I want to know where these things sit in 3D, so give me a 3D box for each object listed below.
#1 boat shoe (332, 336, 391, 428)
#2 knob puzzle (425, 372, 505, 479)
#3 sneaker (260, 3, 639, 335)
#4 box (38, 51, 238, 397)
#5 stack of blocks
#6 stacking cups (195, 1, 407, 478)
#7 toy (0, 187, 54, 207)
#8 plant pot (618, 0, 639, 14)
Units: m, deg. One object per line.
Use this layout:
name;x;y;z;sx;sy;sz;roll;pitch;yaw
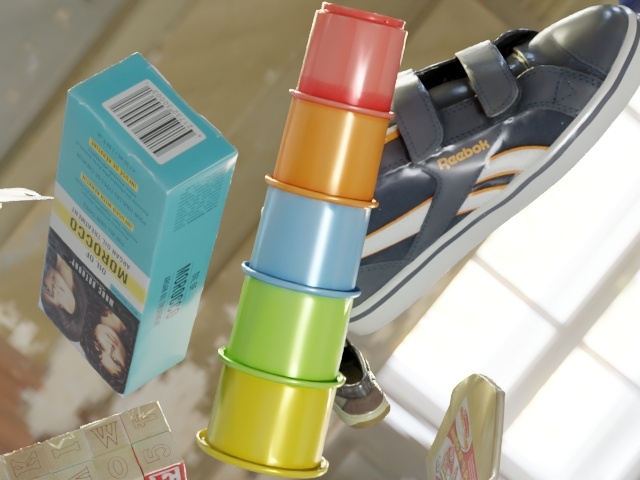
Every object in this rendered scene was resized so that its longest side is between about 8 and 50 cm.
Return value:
boat shoe;0.008;0.097;1.509;0.152;0.056;0.049;36;-33;50
knob puzzle;0.150;0.214;1.771;0.030;0.213;0.213;10;10;-12
sneaker;0.096;-0.075;1.350;0.127;0.321;0.126;43;9;-22
box;-0.126;-0.004;1.218;0.100;0.060;0.244;45;-33;19
stack of blocks;-0.284;0.295;1.906;0.171;0.297;0.087;85;-19;-50
stacking cups;0.000;0.000;1.250;0.096;0.316;0.096;15;8;-2
toy;-0.385;-0.015;1.789;0.237;0.056;0.137;-4;8;-26
plant pot;0.510;-0.432;2.334;0.236;0.236;0.212;0;-18;-15
